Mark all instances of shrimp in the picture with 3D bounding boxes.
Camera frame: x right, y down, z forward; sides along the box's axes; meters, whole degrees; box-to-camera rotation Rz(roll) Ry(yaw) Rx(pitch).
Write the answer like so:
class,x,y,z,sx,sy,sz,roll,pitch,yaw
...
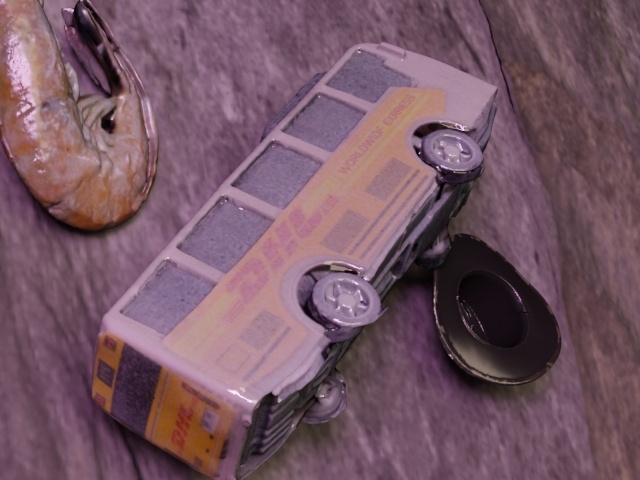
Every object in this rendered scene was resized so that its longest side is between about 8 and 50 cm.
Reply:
class,x,y,z,sx,sy,sz,roll,pitch,yaw
shrimp,-0.163,-0.115,0.758,0.126,0.047,0.223,-18,92,-52

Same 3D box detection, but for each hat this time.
class,x,y,z,sx,sy,sz,roll,pitch,yaw
hat,0.114,0.055,0.856,0.121,0.050,0.121,18,51,-24

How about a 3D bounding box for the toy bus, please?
class,x,y,z,sx,sy,sz,roll,pitch,yaw
toy bus,0.000,0.000,0.750,0.138,0.097,0.342,26,46,11
